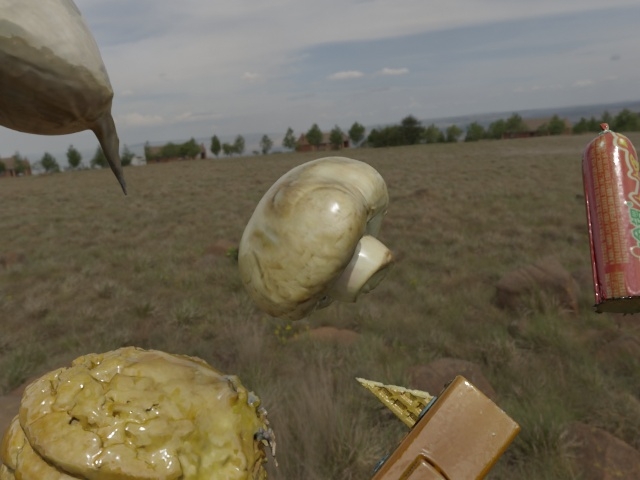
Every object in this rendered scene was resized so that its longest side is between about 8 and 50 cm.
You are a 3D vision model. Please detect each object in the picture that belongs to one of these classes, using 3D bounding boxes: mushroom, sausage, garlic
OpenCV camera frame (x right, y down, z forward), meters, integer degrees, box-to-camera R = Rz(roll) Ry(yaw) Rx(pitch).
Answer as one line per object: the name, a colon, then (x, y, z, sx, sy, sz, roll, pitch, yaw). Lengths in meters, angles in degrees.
mushroom: (0.000, 0.000, 0.412, 0.112, 0.148, 0.148, 41, 30, 17)
sausage: (0.388, -0.038, 0.672, 0.083, 0.264, 0.083, 4, -19, 1)
garlic: (-0.207, -0.118, 0.331, 0.198, 0.128, 0.091, 24, 44, -13)

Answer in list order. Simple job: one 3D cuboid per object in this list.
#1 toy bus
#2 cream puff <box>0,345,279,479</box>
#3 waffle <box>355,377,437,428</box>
toy bus: (0.128, 0.263, 0.584, 0.098, 0.114, 0.201, 40, 74, 19)
cream puff: (-0.122, 0.144, 0.369, 0.189, 0.130, 0.189, 17, -17, 5)
waffle: (0.172, 0.283, 0.944, 0.191, 0.125, 0.032, 42, 25, 11)
